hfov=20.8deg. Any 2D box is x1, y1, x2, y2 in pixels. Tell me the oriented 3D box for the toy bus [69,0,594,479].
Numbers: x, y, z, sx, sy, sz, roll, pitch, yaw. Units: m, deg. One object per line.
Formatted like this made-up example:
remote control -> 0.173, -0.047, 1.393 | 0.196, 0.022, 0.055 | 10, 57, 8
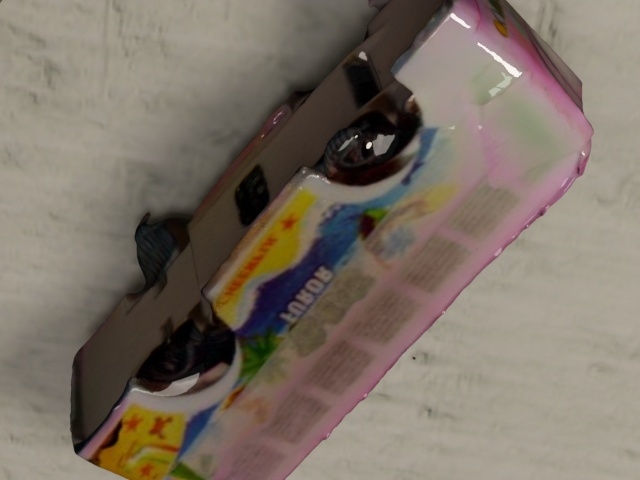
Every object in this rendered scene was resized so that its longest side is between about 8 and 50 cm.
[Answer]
toy bus -> 0.000, 0.000, 0.780 | 0.112, 0.090, 0.274 | 31, 115, -24
